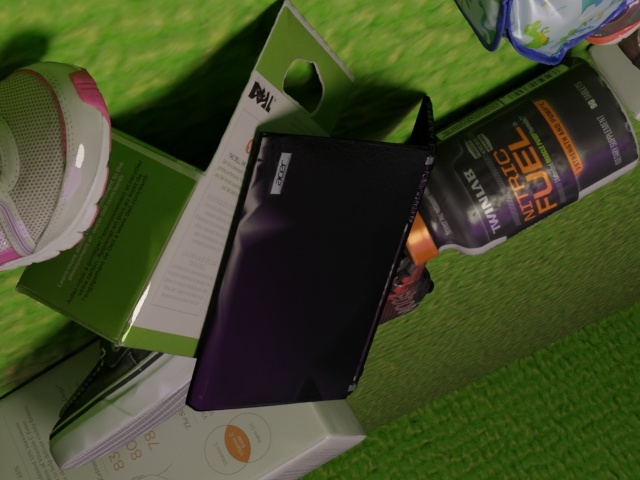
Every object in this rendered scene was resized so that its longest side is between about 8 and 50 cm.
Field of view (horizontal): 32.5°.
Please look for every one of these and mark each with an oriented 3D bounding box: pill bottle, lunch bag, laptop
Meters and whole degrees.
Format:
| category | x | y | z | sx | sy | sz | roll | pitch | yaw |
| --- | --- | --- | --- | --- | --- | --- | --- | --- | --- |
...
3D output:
| category | x | y | z | sx | sy | sz | roll | pitch | yaw |
| --- | --- | --- | --- | --- | --- | --- | --- | --- | --- |
| pill bottle | 0.178 | -0.070 | 1.091 | 0.245 | 0.130 | 0.130 | -30 | 163 | 0 |
| lunch bag | 0.111 | -0.183 | 0.659 | 0.096 | 0.129 | 0.151 | -38 | 162 | 24 |
| laptop | 0.000 | 0.000 | 0.918 | 0.264 | 0.136 | 0.234 | -79 | -173 | -68 |

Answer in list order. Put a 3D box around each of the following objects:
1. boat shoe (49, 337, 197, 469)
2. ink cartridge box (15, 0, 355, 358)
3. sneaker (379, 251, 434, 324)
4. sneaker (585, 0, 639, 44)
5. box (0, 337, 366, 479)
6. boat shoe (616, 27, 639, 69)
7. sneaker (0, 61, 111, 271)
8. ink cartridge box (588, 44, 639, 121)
| category | x | y | z | sx | sy | sz | roll | pitch | yaw |
| --- | --- | --- | --- | --- | --- | --- | --- | --- | --- |
| boat shoe | -0.145 | 0.084 | 1.032 | 0.335 | 0.119 | 0.121 | -41 | 167 | 15 |
| ink cartridge box | -0.087 | -0.047 | 0.819 | 0.255 | 0.097 | 0.189 | -65 | 160 | -1 |
| sneaker | 0.078 | 0.030 | 1.275 | 0.135 | 0.098 | 0.276 | -21 | 163 | -25 |
| sneaker | 0.288 | -0.228 | 0.942 | 0.158 | 0.061 | 0.065 | -38 | 152 | 17 |
| box | -0.162 | 0.205 | 1.184 | 0.345 | 0.215 | 0.168 | -31 | 163 | 8 |
| boat shoe | 0.366 | -0.235 | 0.994 | 0.223 | 0.073 | 0.080 | -36 | -179 | 32 |
| sneaker | -0.229 | -0.016 | 0.635 | 0.252 | 0.103 | 0.111 | -36 | 164 | 19 |
| ink cartridge box | 0.391 | -0.193 | 1.151 | 0.154 | 0.093 | 0.212 | -37 | 163 | 21 |
